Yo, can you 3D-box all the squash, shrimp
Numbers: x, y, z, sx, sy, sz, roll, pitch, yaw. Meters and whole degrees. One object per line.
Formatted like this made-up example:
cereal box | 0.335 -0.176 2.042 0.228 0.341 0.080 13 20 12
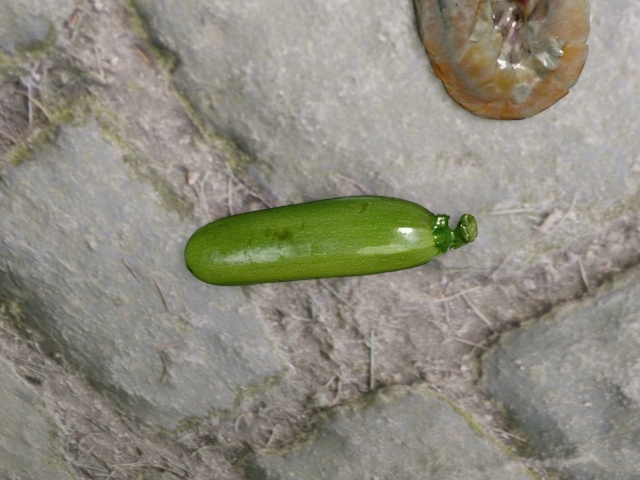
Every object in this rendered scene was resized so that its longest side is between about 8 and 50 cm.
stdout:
squash | 0.000 0.000 1.041 0.379 0.101 0.101 -4 129 22
shrimp | 0.163 -0.243 0.823 0.164 0.062 0.317 -16 128 20
